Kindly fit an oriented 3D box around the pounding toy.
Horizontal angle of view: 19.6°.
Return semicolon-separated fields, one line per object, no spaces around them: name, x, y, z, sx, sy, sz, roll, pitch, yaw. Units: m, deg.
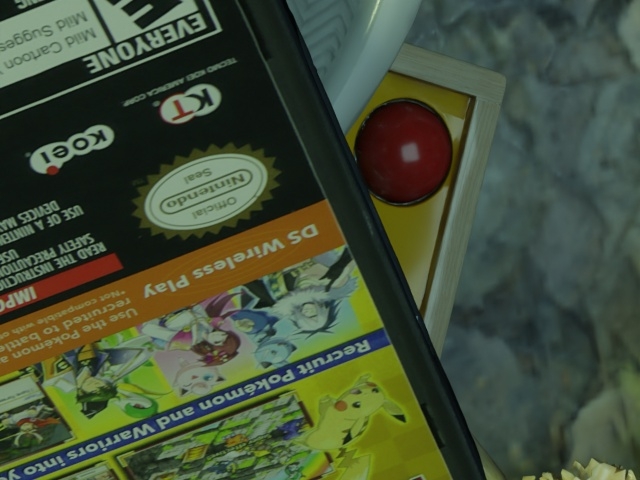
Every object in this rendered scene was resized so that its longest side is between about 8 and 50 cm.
pounding toy;0.000;0.000;0.627;0.130;0.100;0.141;15;87;-23

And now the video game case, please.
video game case;-0.115;0.037;0.494;0.274;0.035;0.248;-21;135;4

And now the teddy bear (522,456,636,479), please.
teddy bear;0.039;0.167;0.607;0.338;0.113;0.245;-35;147;-21

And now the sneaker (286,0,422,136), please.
sneaker;0.035;-0.125;0.558;0.169;0.108;0.293;2;114;-58
